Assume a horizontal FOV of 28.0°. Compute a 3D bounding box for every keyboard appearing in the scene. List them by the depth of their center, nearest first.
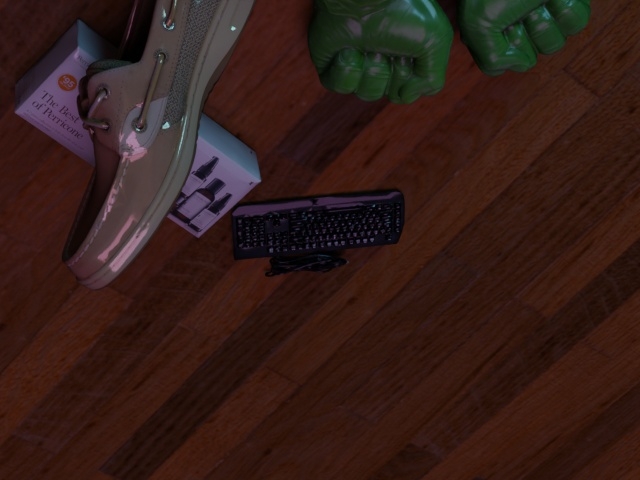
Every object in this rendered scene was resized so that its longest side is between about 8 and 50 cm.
[{"bbox_3d":[0.000,0.000,1.411,0.192,0.038,0.100,-6,129,-6],"label":"keyboard"}]

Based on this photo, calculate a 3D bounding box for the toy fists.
[{"bbox_3d":[0.126,-0.211,1.235,0.279,0.096,0.142,-16,130,-1],"label":"toy fists"}]

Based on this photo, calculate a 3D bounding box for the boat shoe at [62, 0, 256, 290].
[{"bbox_3d":[-0.169,-0.124,1.161,0.110,0.121,0.341,25,82,-27],"label":"boat shoe"}]

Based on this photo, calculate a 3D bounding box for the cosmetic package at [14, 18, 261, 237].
[{"bbox_3d":[-0.178,-0.106,1.276,0.099,0.060,0.239,-42,123,19],"label":"cosmetic package"}]
